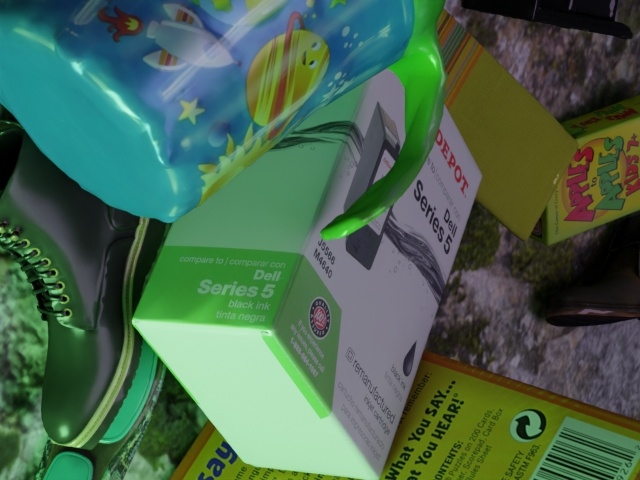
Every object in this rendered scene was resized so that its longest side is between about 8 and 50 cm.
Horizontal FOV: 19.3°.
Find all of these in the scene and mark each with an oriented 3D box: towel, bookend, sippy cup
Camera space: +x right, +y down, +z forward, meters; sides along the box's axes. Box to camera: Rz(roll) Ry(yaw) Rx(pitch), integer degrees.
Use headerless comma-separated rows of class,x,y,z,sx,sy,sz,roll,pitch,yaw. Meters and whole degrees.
towel,0.120,-0.099,1.525,0.237,0.021,0.102,38,78,-38
bookend,0.205,-0.255,1.560,0.157,0.072,0.156,3,101,-51
sippy cup,-0.078,-0.140,1.145,0.224,0.305,0.240,-49,158,-21

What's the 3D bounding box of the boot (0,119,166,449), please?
boot,-0.182,0.028,1.218,0.137,0.077,0.197,21,74,-46

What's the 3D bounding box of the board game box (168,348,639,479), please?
board game box,0.085,0.324,1.403,0.356,0.356,0.356,-57,139,-19

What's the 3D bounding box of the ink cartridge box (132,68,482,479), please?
ink cartridge box,0.000,0.000,1.322,0.198,0.115,0.272,57,45,-47

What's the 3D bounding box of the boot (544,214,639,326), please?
boot,0.282,0.024,1.772,0.219,0.082,0.106,-3,84,-45

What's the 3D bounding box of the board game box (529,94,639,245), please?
board game box,0.258,-0.069,1.681,0.181,0.043,0.092,-20,119,-29

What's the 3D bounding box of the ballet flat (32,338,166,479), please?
ballet flat,-0.157,0.143,1.299,0.070,0.070,0.188,37,76,-49
